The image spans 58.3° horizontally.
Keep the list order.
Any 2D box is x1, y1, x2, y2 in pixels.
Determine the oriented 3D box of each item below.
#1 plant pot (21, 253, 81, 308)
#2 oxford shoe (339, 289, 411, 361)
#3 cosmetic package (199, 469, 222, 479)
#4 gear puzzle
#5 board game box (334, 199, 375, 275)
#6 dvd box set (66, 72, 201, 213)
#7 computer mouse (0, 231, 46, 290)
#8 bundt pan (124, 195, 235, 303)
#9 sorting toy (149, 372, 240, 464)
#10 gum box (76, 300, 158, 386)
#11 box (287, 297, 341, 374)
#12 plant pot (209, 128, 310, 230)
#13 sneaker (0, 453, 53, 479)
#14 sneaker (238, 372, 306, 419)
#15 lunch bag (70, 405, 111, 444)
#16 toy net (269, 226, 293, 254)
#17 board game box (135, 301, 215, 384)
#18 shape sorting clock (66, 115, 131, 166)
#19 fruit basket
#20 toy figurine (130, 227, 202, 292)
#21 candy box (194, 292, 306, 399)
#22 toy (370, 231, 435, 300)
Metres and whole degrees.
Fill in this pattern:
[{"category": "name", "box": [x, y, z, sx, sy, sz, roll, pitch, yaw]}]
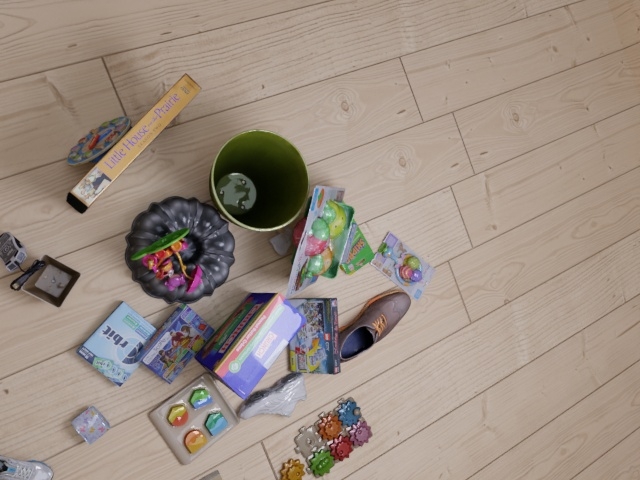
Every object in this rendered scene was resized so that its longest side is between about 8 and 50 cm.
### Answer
[{"category": "plant pot", "box": [-0.720, 0.110, 1.541, 0.109, 0.096, 0.109, 33, 74, -17]}, {"category": "oxford shoe", "box": [0.177, 0.287, 1.880, 0.364, 0.133, 0.130, -36, 100, -20]}, {"category": "cosmetic package", "box": [-0.308, 0.750, 1.699, 0.060, 0.041, 0.115, -24, 96, -22]}, {"category": "gear puzzle", "box": [0.012, 0.657, 1.835, 0.339, 0.044, 0.175, -31, 98, -21]}, {"category": "board game box", "box": [0.071, -0.020, 1.911, 0.124, 0.039, 0.259, -34, 97, -20]}, {"category": "dvd box set", "box": [-0.509, -0.250, 1.539, 0.062, 0.307, 0.420, 44, 73, -18]}, {"category": "computer mouse", "box": [-0.792, 0.045, 1.499, 0.106, 0.193, 0.042, -49, 148, 1]}, {"category": "bundt pan", "box": [-0.394, 0.025, 1.668, 0.331, 0.124, 0.331, 2, 86, -23]}, {"category": "sorting toy", "box": [-0.366, 0.527, 1.691, 0.208, 0.038, 0.193, -34, 100, -21]}, {"category": "gum box", "box": [-0.564, 0.292, 1.623, 0.157, 0.041, 0.184, 45, 72, -14]}, {"category": "box", "box": [-0.021, 0.296, 1.789, 0.044, 0.159, 0.233, 2, 85, -61]}, {"category": "plant pot", "box": [-0.211, -0.151, 1.662, 0.275, 0.293, 0.274, 2, 85, -23]}, {"category": "sneaker", "box": [-0.790, 0.598, 1.483, 0.191, 0.083, 0.071, 22, 64, -22]}, {"category": "sneaker", "box": [-0.136, 0.505, 1.763, 0.232, 0.090, 0.115, -23, 99, -21]}, {"category": "lunch bag", "box": [-0.631, 0.503, 1.576, 0.071, 0.053, 0.083, -40, 111, -18]}, {"category": "toy net", "box": [-0.117, -0.069, 1.833, 0.122, 0.045, 0.232, -2, 89, -24]}, {"category": "board game box", "box": [-0.418, 0.297, 1.660, 0.201, 0.035, 0.136, -51, 128, -18]}, {"category": "shape sorting clock", "box": [-0.605, -0.274, 1.562, 0.206, 0.206, 0.040, -45, 131, -19]}, {"category": "fruit basket", "box": [0.000, 0.000, 1.692, 0.165, 0.353, 0.327, 17, 97, 8]}, {"category": "toy figurine", "box": [-0.396, 0.075, 1.549, 0.173, 0.130, 0.159, -26, 107, 0]}, {"category": "candy box", "box": [-0.207, 0.282, 1.622, 0.122, 0.317, 0.268, 44, 72, -14]}, {"category": "toy", "box": [0.300, 0.091, 1.986, 0.237, 0.056, 0.137, 37, 75, -16]}]
